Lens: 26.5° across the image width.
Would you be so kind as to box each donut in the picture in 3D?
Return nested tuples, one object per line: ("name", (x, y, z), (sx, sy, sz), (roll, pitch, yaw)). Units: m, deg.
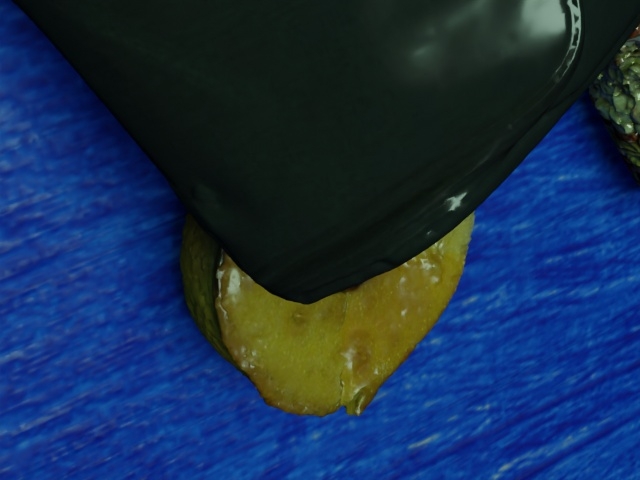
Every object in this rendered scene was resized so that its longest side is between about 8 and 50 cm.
("donut", (0.000, 0.001, 0.765), (0.190, 0.075, 0.174), (-55, 129, -14))

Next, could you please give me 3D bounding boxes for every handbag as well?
("handbag", (0.007, -0.149, 0.594), (0.302, 0.178, 0.275), (52, 54, -23))

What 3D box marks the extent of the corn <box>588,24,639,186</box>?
("corn", (0.206, -0.124, 0.858), (0.098, 0.098, 0.290), (-49, 127, -13))
